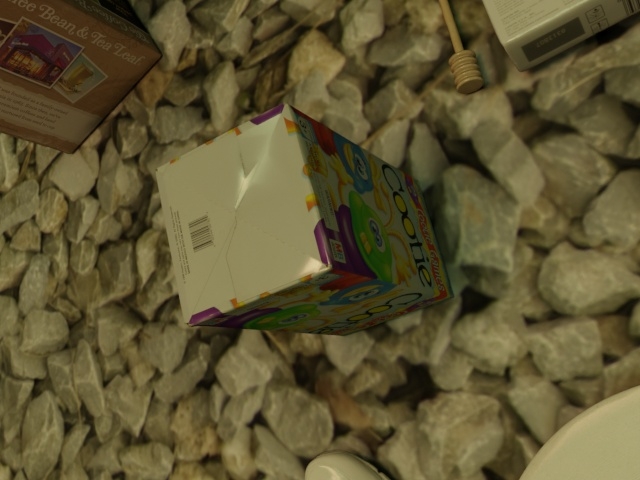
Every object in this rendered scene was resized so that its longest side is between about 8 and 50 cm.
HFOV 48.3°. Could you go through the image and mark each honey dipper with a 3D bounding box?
[{"bbox_3d":[0.143,-0.236,0.777,0.030,0.030,0.161,-20,70,25],"label":"honey dipper"}]

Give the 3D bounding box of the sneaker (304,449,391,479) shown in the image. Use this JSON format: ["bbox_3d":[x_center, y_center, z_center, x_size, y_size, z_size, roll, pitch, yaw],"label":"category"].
[{"bbox_3d":[0.045,0.349,0.680,0.111,0.129,0.297,-28,68,24],"label":"sneaker"}]

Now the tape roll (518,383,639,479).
[{"bbox_3d":[0.333,0.300,0.562,0.392,0.072,0.392,-4,81,28],"label":"tape roll"}]

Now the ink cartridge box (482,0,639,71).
[{"bbox_3d":[0.249,-0.307,0.729,0.189,0.066,0.232,-26,49,23],"label":"ink cartridge box"}]

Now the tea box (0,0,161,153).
[{"bbox_3d":[-0.448,-0.333,0.945,0.220,0.329,0.323,-42,64,16],"label":"tea box"}]

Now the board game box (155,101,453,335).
[{"bbox_3d":[0.000,0.000,0.675,0.142,0.275,0.144,-23,72,24],"label":"board game box"}]
